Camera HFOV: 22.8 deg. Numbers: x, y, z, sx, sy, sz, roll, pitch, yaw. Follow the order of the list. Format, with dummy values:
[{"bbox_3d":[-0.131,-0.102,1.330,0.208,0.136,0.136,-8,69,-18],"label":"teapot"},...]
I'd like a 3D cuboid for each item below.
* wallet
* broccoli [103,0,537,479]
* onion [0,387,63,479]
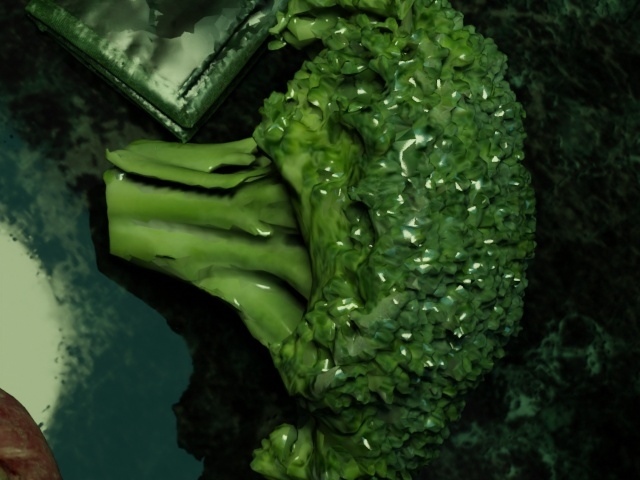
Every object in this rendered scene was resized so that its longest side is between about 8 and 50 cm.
[{"bbox_3d":[-0.090,-0.209,1.200,0.160,0.055,0.236,38,71,2],"label":"wallet"},{"bbox_3d":[0.023,-0.001,1.109,0.249,0.302,0.375,-10,109,-39],"label":"broccoli"},{"bbox_3d":[-0.293,0.206,1.010,0.283,0.120,0.227,-20,79,-19],"label":"onion"}]
